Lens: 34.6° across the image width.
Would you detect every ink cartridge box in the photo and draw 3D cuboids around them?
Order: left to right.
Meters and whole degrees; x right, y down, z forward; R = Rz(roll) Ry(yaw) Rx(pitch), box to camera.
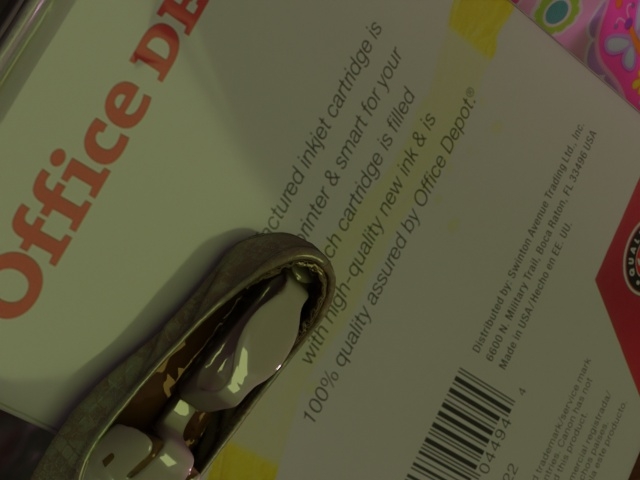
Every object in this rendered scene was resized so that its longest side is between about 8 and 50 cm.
[{"bbox_3d":[0.000,0.000,0.534,0.385,0.160,0.279,33,78,-26],"label":"ink cartridge box"}]

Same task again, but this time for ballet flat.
[{"bbox_3d":[-0.054,0.064,0.390,0.057,0.052,0.168,41,77,-24],"label":"ballet flat"}]

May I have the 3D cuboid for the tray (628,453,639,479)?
[{"bbox_3d":[0.397,0.189,0.636,0.202,0.411,0.076,59,36,-18],"label":"tray"}]

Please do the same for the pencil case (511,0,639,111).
[{"bbox_3d":[0.158,-0.136,0.622,0.284,0.124,0.124,31,77,-36],"label":"pencil case"}]
